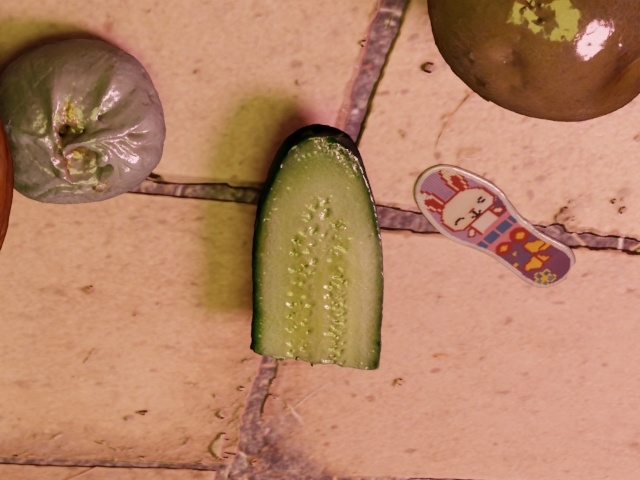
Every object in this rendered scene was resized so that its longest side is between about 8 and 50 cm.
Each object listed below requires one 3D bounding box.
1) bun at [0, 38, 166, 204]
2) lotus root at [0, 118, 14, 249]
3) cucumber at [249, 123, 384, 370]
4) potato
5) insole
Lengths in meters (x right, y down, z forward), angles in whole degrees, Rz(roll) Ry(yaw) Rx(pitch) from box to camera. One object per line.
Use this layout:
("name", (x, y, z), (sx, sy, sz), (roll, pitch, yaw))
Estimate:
("bun", (-0.185, -0.082, 1.247), (0.140, 0.083, 0.141), (-5, 130, -6))
("lotus root", (-0.315, -0.025, 1.190), (0.193, 0.193, 0.291), (5, 123, -18))
("cucumber", (0.000, 0.000, 1.373), (0.115, 0.063, 0.244), (1, 130, -4))
("potato", (0.177, -0.174, 1.216), (0.177, 0.160, 0.235), (-5, 150, 23))
("insole", (0.153, -0.009, 1.443), (0.065, 0.004, 0.197), (-41, 126, 20))
